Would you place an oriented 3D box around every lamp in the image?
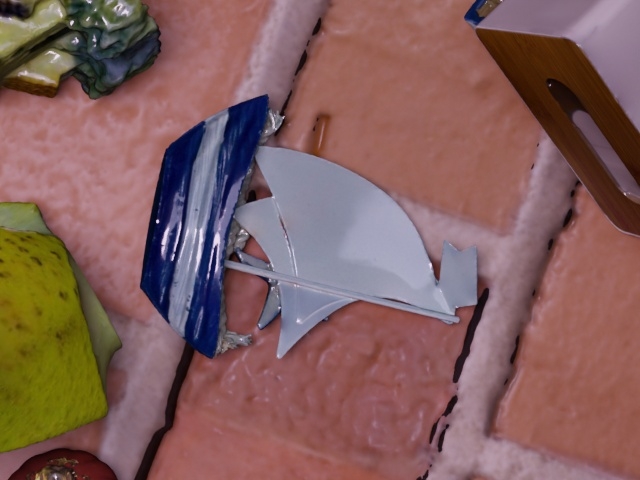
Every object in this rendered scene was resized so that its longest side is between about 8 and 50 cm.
[{"bbox_3d":[-0.208,0.215,1.354,0.101,0.090,0.101,0,51,0],"label":"lamp"}]

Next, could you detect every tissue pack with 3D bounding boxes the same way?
[{"bbox_3d":[0.273,-0.127,1.402,0.136,0.159,0.246,-46,115,-12],"label":"tissue pack"}]

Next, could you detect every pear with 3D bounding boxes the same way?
[{"bbox_3d":[-0.293,0.069,1.253,0.286,0.282,0.176,-11,96,-12],"label":"pear"}]

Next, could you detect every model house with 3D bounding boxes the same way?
[{"bbox_3d":[-0.256,-0.159,1.317,0.211,0.194,0.170,-35,95,-12],"label":"model house"}]

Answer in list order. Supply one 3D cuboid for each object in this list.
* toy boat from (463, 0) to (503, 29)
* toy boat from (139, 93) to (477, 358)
[{"bbox_3d":[0.224,-0.252,1.486,0.229,0.080,0.046,-43,129,-14],"label":"toy boat"},{"bbox_3d":[-0.021,0.023,1.415,0.291,0.070,0.210,37,83,-9],"label":"toy boat"}]
